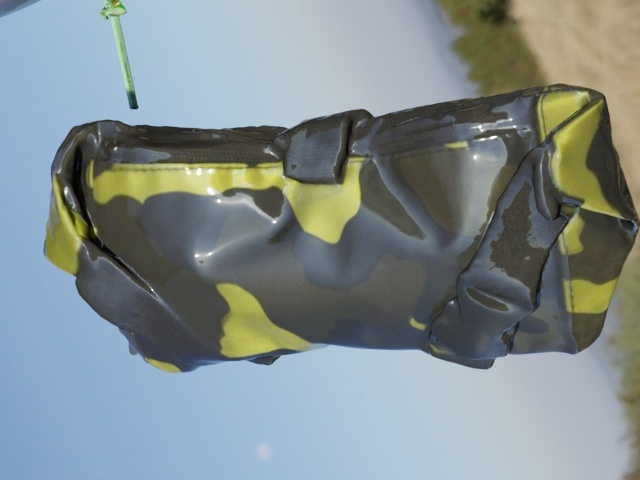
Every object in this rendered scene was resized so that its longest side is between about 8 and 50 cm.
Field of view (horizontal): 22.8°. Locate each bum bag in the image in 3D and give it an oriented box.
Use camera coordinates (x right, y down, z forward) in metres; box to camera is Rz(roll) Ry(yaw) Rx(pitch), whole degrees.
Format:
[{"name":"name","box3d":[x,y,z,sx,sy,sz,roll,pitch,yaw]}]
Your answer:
[{"name":"bum bag","box3d":[0.000,0.000,0.574,0.060,0.232,0.107,-49,-49,-56]}]

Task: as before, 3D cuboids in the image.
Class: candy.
[{"name":"candy","box3d":[-0.151,-0.168,1.155,0.049,0.055,0.185,-97,0,-47]}]

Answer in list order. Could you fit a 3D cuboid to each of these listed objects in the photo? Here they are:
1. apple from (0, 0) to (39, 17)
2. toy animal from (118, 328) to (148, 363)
[{"name":"apple","box3d":[-0.165,-0.214,0.654,0.246,0.226,0.246,62,170,20]},{"name":"toy animal","box3d":[-0.110,0.038,1.113,0.070,0.159,0.083,-18,-124,-42]}]
